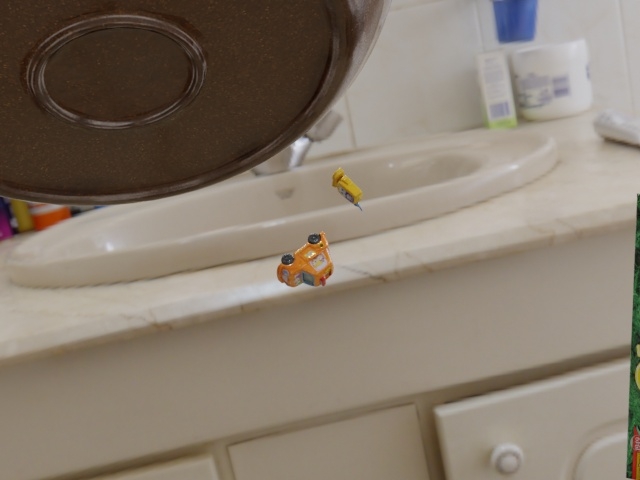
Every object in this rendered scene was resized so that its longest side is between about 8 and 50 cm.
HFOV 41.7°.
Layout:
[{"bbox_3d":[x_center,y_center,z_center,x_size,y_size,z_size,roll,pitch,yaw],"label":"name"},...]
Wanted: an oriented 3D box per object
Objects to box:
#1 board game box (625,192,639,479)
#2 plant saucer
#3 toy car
[{"bbox_3d":[0.332,0.085,0.715,0.030,0.259,0.136,7,-6,-38],"label":"board game box"},{"bbox_3d":[-0.105,-0.099,0.428,0.311,0.050,0.310,-12,-27,-6],"label":"plant saucer"},{"bbox_3d":[0.000,0.000,0.727,0.060,0.122,0.040,-30,64,-34],"label":"toy car"}]
